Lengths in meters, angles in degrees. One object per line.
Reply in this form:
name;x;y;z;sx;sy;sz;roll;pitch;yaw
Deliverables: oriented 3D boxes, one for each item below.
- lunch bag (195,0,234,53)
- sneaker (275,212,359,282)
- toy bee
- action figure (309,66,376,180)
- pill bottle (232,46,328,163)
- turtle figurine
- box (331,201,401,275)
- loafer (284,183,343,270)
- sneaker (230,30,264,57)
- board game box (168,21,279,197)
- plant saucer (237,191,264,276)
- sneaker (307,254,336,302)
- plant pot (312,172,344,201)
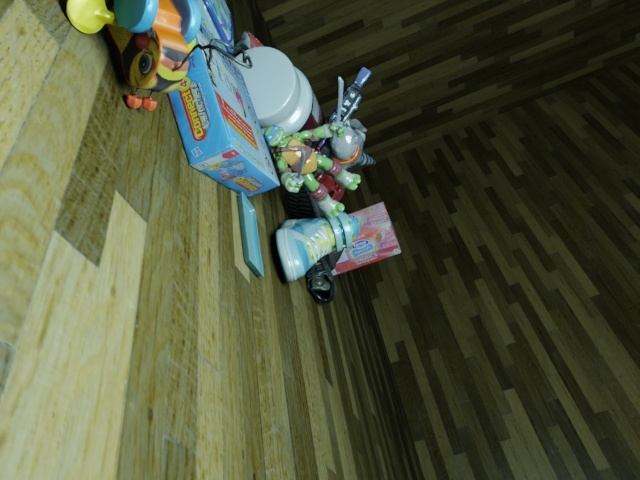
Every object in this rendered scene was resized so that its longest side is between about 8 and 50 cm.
lunch bag;-0.287;-0.580;1.248;0.219;0.090;0.176;-101;170;-45
sneaker;0.000;0.000;1.241;0.319;0.208;0.127;-88;166;-70
toy bee;-0.245;-0.272;0.659;0.195;0.162;0.298;14;35;-42
action figure;0.093;-0.295;1.373;0.178;0.341;0.330;34;13;3
pill bottle;-0.113;-0.354;1.349;0.392;0.224;0.224;35;35;-76
turtle figurine;0.001;-0.182;1.152;0.266;0.274;0.198;41;42;-37
box;0.123;-0.001;1.771;0.142;0.299;0.154;-99;165;-49
loafer;-0.009;-0.069;1.554;0.130;0.133;0.366;-49;140;-31
sneaker;-0.208;-0.498;1.316;0.088;0.093;0.225;40;-8;-22
board game box;-0.207;-0.266;0.991;0.308;0.086;0.302;32;39;-77
plant saucer;-0.148;-0.014;1.004;0.067;0.018;0.192;60;11;-49
sneaker;-0.008;0.082;1.449;0.130;0.087;0.228;-27;102;-88
plant pot;-0.022;-0.229;1.806;0.174;0.191;0.191;42;27;-58
